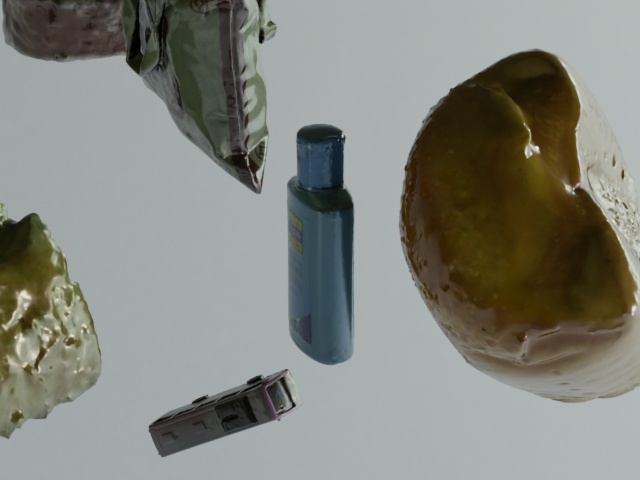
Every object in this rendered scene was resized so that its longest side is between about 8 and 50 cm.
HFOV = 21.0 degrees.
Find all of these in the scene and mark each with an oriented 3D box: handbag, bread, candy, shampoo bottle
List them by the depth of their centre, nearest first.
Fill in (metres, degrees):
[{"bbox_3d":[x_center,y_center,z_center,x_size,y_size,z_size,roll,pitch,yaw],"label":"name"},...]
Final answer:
[{"bbox_3d":[-0.103,-0.183,1.480,0.127,0.235,0.213,-14,-140,-20],"label":"handbag"},{"bbox_3d":[-0.418,0.049,1.567,0.395,0.264,0.239,3,-156,43],"label":"bread"},{"bbox_3d":[0.000,0.000,1.854,0.061,0.258,0.104,-11,-152,-22],"label":"shampoo bottle"},{"bbox_3d":[0.214,-0.008,1.871,0.250,0.394,0.361,-21,-106,15],"label":"bread"},{"bbox_3d":[-0.249,-0.321,2.079,0.289,0.157,0.214,-24,-132,-22],"label":"candy"}]

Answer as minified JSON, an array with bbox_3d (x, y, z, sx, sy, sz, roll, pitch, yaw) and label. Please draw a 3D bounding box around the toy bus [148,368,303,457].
[{"bbox_3d":[-0.080,0.143,1.420,0.131,0.037,0.052,-21,-177,31],"label":"toy bus"}]
